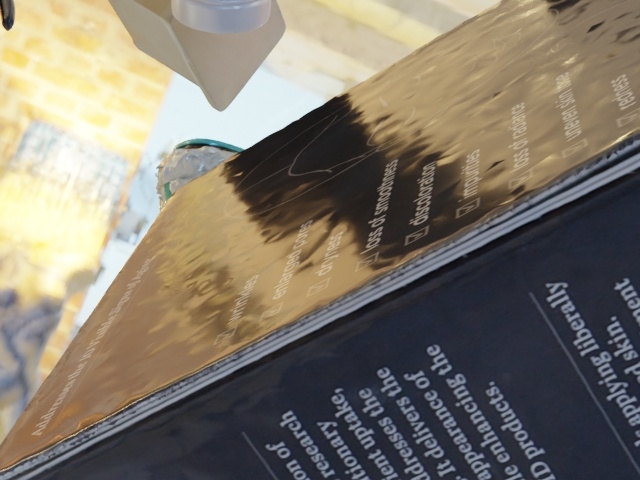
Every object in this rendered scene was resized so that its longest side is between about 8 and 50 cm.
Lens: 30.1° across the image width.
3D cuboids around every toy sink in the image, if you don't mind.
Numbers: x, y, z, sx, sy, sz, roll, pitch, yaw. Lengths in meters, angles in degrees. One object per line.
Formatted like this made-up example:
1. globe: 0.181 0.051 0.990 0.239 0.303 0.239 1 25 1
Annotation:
1. toy sink: -0.157 -0.294 1.472 0.131 0.153 0.234 33 -11 21

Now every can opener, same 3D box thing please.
1. can opener: -0.407 -0.316 1.483 0.059 0.186 0.073 -1 -46 -8

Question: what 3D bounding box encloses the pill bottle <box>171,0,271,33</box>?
1. pill bottle: -0.092 -0.332 1.144 0.136 0.136 0.246 17 -54 16

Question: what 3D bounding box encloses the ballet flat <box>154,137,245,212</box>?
1. ballet flat: 0.000 0.000 1.313 0.409 0.147 0.147 12 -6 -30

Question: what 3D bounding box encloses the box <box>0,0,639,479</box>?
1. box: 0.102 0.055 0.812 0.297 0.472 0.480 58 19 -16
